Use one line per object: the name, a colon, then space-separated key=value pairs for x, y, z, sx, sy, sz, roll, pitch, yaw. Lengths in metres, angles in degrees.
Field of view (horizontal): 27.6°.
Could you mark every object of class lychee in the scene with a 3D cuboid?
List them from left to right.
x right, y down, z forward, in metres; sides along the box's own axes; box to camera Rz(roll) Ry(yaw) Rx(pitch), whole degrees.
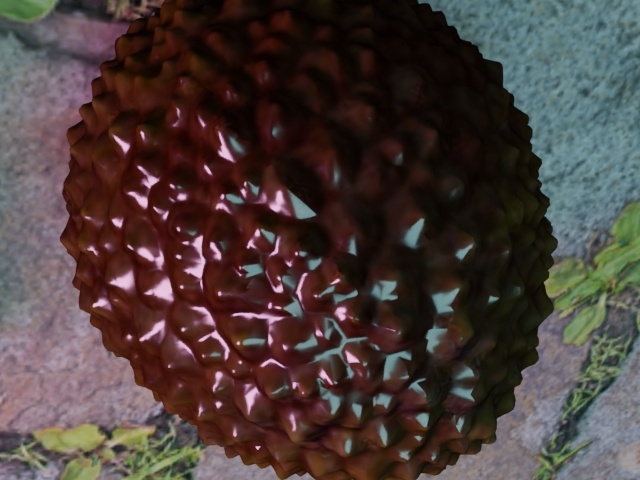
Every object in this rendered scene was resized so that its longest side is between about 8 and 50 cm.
lychee: x=0.000 y=0.000 z=0.670 sx=0.267 sy=0.267 sz=0.267 roll=-11 pitch=126 yaw=-15
